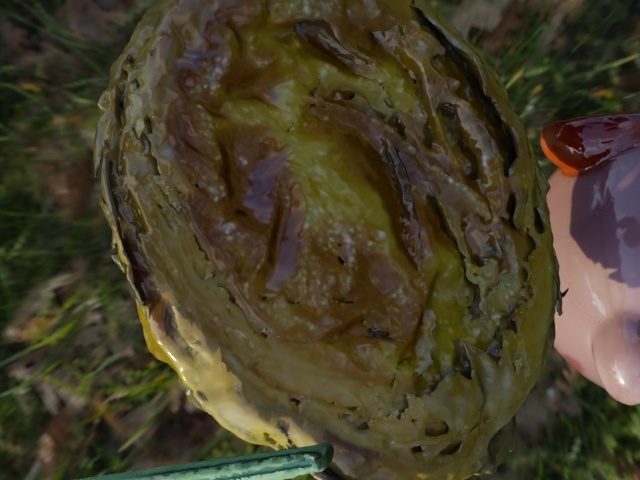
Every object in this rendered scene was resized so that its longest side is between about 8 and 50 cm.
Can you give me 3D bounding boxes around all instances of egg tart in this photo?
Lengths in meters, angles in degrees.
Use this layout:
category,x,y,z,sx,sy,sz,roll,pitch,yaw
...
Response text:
category,x,y,z,sx,sy,sz,roll,pitch,yaw
egg tart,0.000,0.000,0.900,0.132,0.297,0.297,-31,91,47

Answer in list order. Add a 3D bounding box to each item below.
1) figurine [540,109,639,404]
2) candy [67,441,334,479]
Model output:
category,x,y,z,sx,sy,sz,roll,pitch,yaw
figurine,0.201,0.013,1.047,0.173,0.173,0.173,0,93,4
candy,-0.158,0.110,0.738,0.335,0.093,0.092,-8,74,8
